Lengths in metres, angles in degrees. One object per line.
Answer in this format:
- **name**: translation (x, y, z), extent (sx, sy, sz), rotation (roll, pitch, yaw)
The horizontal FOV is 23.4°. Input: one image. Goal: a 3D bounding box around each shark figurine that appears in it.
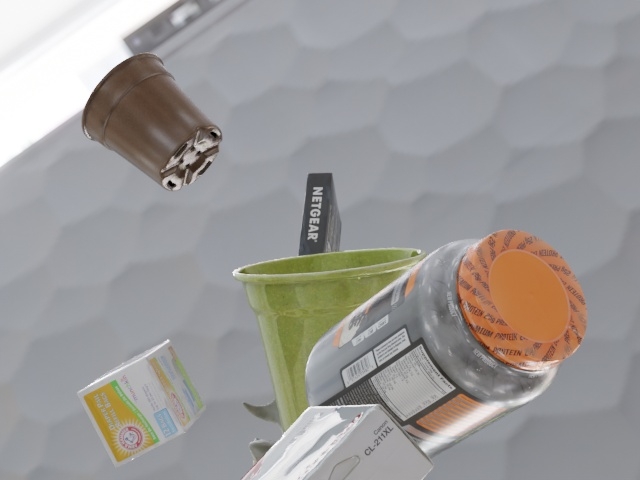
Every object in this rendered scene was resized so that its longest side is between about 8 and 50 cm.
- **shark figurine**: translation (-0.026, 0.301, 2.339), extent (0.166, 0.116, 0.278), rotation (47, -171, -10)

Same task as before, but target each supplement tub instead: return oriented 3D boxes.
- **supplement tub**: translation (0.138, 0.122, 1.711), extent (0.193, 0.193, 0.316), rotation (55, 137, 3)

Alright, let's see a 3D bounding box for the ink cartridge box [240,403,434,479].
- **ink cartridge box**: translation (0.000, 0.205, 1.282), extent (0.072, 0.127, 0.175), rotation (48, 162, -8)

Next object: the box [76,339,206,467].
- **box**: translation (-0.232, 0.212, 2.037), extent (0.114, 0.103, 0.203), rotation (62, -176, 0)

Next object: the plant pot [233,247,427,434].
- **plant pot**: translation (0.026, 0.153, 2.189), extent (0.276, 0.276, 0.254), rotation (-138, 42, -84)

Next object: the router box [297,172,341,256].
- **router box**: translation (0.000, 0.000, 2.464), extent (0.133, 0.046, 0.179), rotation (79, -167, -50)

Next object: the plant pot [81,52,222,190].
- **plant pot**: translation (-0.250, -0.171, 2.358), extent (0.165, 0.167, 0.167), rotation (42, 174, 21)
